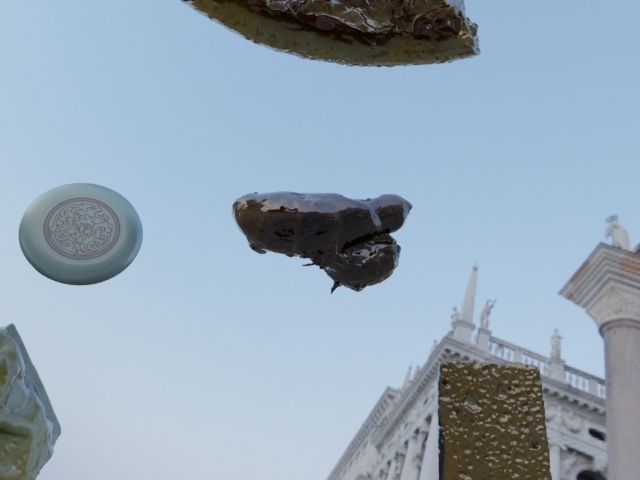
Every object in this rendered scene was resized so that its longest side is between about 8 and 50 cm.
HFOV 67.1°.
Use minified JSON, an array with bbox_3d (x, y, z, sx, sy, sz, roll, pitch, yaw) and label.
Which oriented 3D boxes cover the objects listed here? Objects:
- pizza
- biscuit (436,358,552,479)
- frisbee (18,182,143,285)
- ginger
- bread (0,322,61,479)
[{"bbox_3d":[0.009,-0.188,0.378,0.270,0.056,0.134,11,-10,-21],"label":"pizza"},{"bbox_3d":[0.202,0.258,0.569,0.130,0.231,0.025,1,-27,14],"label":"biscuit"},{"bbox_3d":[-0.231,-0.009,0.471,0.110,0.110,0.014,32,-32,-6],"label":"frisbee"},{"bbox_3d":[0.000,0.000,1.119,0.417,0.176,0.255,6,-83,-13],"label":"ginger"},{"bbox_3d":[-0.534,0.273,0.742,0.238,0.196,0.252,-20,-82,13],"label":"bread"}]
